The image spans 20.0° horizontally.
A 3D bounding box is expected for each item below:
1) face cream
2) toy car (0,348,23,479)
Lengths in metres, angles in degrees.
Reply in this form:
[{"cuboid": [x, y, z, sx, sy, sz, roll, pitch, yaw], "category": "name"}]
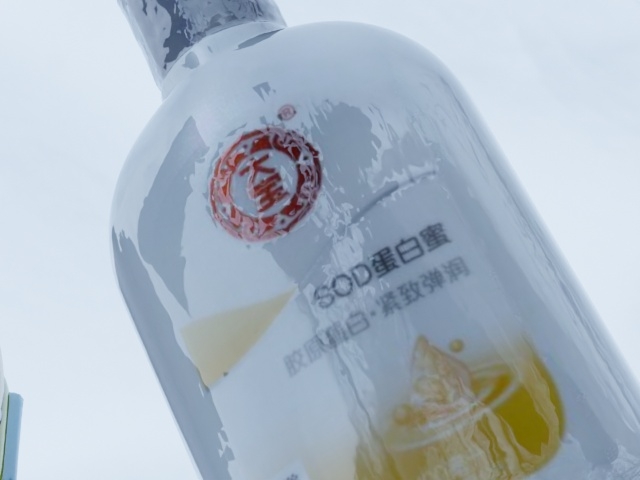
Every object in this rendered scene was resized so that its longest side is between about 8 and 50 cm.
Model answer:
[{"cuboid": [0.000, 0.000, 0.612, 0.144, 0.291, 0.071, -30, 151, 10], "category": "face cream"}, {"cuboid": [-0.230, 0.045, 0.658, 0.248, 0.200, 0.142, 4, 118, -13], "category": "toy car"}]
